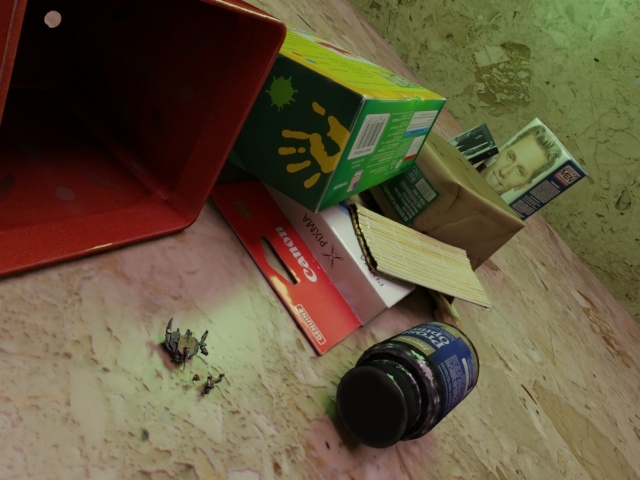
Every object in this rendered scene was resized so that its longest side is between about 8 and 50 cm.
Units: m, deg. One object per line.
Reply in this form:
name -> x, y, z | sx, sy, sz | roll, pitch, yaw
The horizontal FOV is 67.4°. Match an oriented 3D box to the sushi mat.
sushi mat -> 0.184, 0.031, 0.857 | 0.316, 0.019, 0.152 | 19, 40, -36

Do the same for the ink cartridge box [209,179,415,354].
ink cartridge box -> 0.000, 0.000, 0.752 | 0.296, 0.066, 0.261 | 54, 29, 11

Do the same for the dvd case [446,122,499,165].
dvd case -> 0.371, -0.240, 1.363 | 0.030, 0.238, 0.179 | 55, 25, -25

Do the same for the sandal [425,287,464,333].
sandal -> 0.258, 0.091, 0.969 | 0.088, 0.079, 0.240 | 27, 35, -32

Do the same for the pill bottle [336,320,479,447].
pill bottle -> 0.118, 0.183, 0.628 | 0.219, 0.123, 0.123 | -4, 57, -55

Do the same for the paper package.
paper package -> 0.255, -0.119, 1.098 | 0.309, 0.168, 0.325 | 19, 33, -40

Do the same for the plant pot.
plant pot -> -0.241, -0.162, 0.456 | 0.235, 0.267, 0.267 | 40, 27, 15

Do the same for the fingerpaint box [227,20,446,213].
fingerpaint box -> -0.037, -0.236, 0.781 | 0.371, 0.163, 0.444 | 32, 26, 14

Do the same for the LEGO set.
LEGO set -> -0.133, 0.117, 0.484 | 0.054, 0.023, 0.083 | -9, 74, -54

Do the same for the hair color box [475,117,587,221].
hair color box -> 0.489, -0.136, 1.277 | 0.105, 0.347, 0.174 | 24, 37, -36
